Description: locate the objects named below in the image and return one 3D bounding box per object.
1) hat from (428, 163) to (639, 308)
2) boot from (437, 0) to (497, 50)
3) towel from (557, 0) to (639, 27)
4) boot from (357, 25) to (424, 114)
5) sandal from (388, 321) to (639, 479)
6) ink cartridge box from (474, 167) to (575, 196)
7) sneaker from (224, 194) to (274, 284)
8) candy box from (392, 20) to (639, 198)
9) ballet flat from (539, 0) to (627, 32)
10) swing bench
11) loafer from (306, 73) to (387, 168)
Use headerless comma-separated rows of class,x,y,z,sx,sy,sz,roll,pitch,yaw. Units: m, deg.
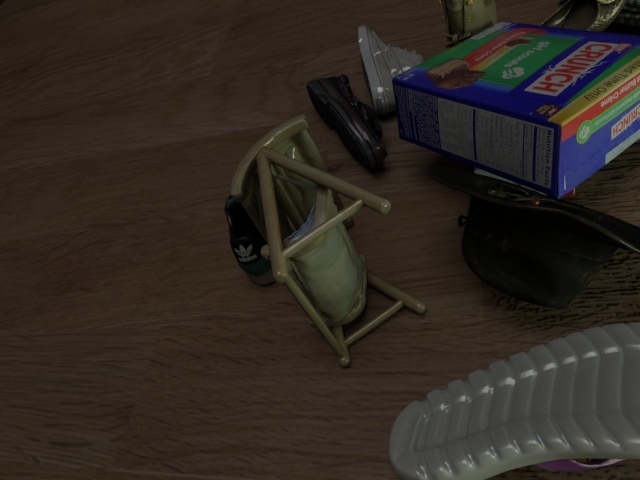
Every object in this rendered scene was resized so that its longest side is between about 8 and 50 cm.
hat,0.278,0.006,0.750,0.331,0.331,0.134,29,107,39
boot,0.248,-0.345,1.033,0.095,0.203,0.262,28,67,39
towel,0.609,-0.503,1.061,0.284,0.121,0.235,-44,50,-16
boot,0.152,-0.366,1.187,0.123,0.095,0.258,-12,55,5
sandal,0.280,0.202,0.656,0.416,0.102,0.169,-20,31,26
ink cartridge box,0.332,-0.131,0.917,0.150,0.063,0.109,3,54,26
sneaker,-0.105,-0.074,1.033,0.108,0.121,0.302,-13,49,14
candy box,0.314,-0.220,0.868,0.268,0.122,0.317,-33,40,-21
ballet flat,0.423,-0.374,1.011,0.250,0.058,0.084,-34,65,31
swing bench,0.000,0.000,0.834,0.165,0.253,0.254,-34,47,-4
loafer,0.064,-0.252,1.116,0.095,0.109,0.302,-28,44,-4
